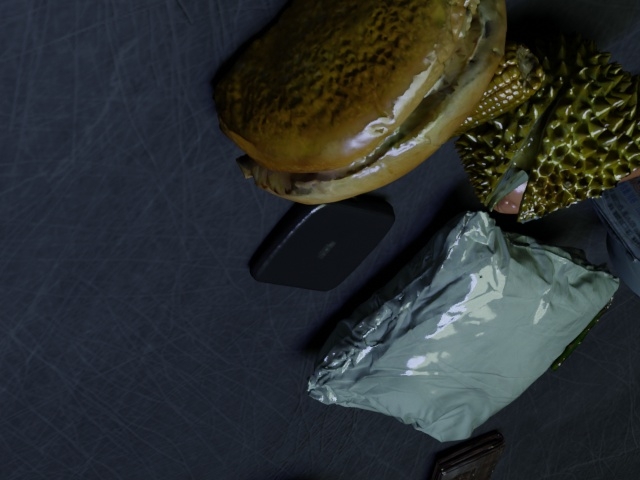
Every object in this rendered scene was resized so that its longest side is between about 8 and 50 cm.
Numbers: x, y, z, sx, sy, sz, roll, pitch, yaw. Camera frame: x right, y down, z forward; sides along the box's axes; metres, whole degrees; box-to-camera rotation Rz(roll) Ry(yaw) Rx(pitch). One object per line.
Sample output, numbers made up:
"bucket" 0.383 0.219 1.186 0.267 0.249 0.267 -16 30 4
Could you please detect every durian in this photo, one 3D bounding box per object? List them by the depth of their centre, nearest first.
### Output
"durian" 0.219 -0.134 1.338 0.193 0.237 0.138 -21 110 20

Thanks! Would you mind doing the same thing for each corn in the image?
"corn" 0.109 -0.123 1.258 0.068 0.068 0.207 4 162 -44

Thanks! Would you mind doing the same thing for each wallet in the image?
"wallet" 0.202 0.378 2.115 0.124 0.042 0.230 -19 147 -26

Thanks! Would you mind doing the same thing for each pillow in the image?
"pillow" 0.156 0.101 1.605 0.310 0.138 0.283 -46 138 19

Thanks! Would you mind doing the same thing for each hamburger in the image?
"hamburger" 0.045 -0.129 1.166 0.283 0.157 0.144 -45 147 15

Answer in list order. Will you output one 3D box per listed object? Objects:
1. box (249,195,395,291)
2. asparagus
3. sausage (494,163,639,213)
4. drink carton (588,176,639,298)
"box" 0.000 0.000 1.434 0.125 0.027 0.126 10 130 -45
"asparagus" 0.363 0.125 1.928 0.016 0.016 0.163 12 132 -24
"sausage" 0.306 -0.102 1.494 0.289 0.086 0.086 -18 146 -16
"drink carton" 0.405 -0.028 1.622 0.191 0.185 0.190 -30 160 -6
